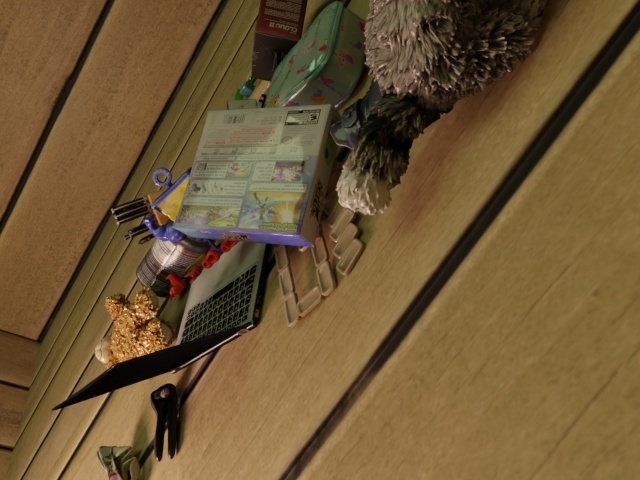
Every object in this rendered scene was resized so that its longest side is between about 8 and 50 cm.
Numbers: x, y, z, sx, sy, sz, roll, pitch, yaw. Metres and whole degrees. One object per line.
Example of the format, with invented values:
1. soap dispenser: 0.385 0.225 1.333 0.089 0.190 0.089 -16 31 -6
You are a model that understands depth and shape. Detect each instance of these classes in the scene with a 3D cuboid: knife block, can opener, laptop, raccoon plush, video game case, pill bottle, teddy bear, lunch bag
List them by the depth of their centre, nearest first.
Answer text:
1. raccoon plush: 0.099 -0.278 0.679 0.216 0.299 0.446 9 72 43
2. video game case: -0.112 -0.118 1.024 0.270 0.061 0.244 4 71 28
3. laptop: -0.312 0.143 1.170 0.382 0.236 0.407 -33 40 45
4. can opener: -0.320 0.375 1.195 0.059 0.073 0.186 -22 35 -4
5. lunch bag: -0.019 -0.358 1.225 0.279 0.108 0.224 -30 42 48
6. teddy bear: -0.491 0.248 1.476 0.338 0.113 0.245 -16 92 44
7. pill bottle: -0.367 0.025 1.489 0.245 0.130 0.130 -50 30 24
8. knife block: -0.454 -0.111 1.638 0.088 0.242 0.275 -12 56 57

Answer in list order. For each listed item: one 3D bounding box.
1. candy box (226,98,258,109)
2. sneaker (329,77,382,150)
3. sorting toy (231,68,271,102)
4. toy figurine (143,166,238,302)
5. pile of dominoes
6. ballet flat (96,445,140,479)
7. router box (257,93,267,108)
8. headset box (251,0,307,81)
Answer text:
1. candy box: -0.168 -0.193 1.286 0.165 0.070 0.196 -107 15 -53
2. sneaker: 0.088 -0.240 0.954 0.163 0.086 0.226 -32 41 42
3. sorting toy: -0.192 -0.494 1.721 0.348 0.047 0.196 -42 34 37
4. toy figurine: -0.240 -0.077 1.147 0.362 0.217 0.191 -42 8 9
5. pile of dominoes: 0.000 0.000 0.980 0.196 0.040 0.251 -43 41 29
6. ballet flat: -0.437 0.506 1.270 0.079 0.077 0.221 -48 30 -9
7. router box: -0.137 -0.298 1.452 0.133 0.046 0.179 -62 27 5
8. headset box: -0.097 -0.545 1.415 0.218 0.110 0.293 127 153 -75
